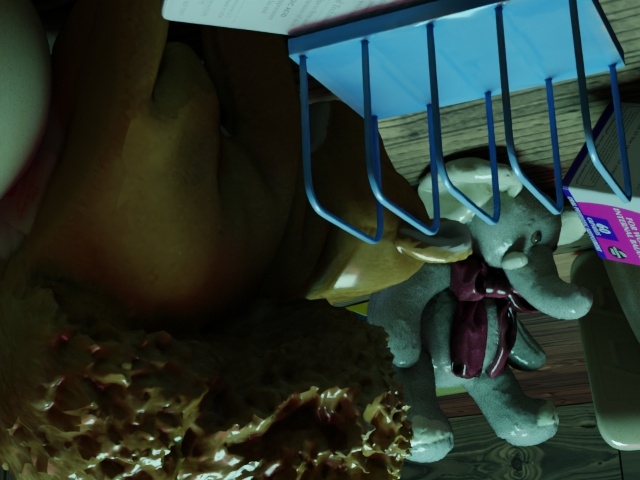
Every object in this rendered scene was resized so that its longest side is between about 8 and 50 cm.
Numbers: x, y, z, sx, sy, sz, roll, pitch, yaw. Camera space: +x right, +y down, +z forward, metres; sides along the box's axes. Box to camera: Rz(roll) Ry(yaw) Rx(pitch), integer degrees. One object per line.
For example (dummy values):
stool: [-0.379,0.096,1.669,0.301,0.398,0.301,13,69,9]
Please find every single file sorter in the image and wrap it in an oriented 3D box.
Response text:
file sorter: [0.084,-0.067,0.622,0.170,0.105,0.118,-9,162,24]

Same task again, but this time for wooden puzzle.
wooden puzzle: [0.492,0.129,1.344,0.322,0.348,0.081,-6,125,10]

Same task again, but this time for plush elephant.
plush elephant: [0.190,0.050,1.194,0.271,0.330,0.255,11,135,-42]

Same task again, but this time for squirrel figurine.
squirrel figurine: [-0.064,0.024,0.800,0.281,0.397,0.370,-26,152,38]

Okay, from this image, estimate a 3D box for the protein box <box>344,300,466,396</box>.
protein box: [0.149,0.176,1.748,0.199,0.136,0.201,-17,158,40]

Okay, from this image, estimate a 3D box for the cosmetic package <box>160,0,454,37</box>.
cosmetic package: [0.026,-0.180,0.617,0.231,0.117,0.085,2,164,-19]

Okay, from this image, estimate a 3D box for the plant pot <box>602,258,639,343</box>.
plant pot: [0.433,0.071,1.211,0.215,0.231,0.215,0,146,0]

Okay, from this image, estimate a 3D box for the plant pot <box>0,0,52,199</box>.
plant pot: [-0.270,-0.096,0.617,0.284,0.284,0.191,-19,168,42]

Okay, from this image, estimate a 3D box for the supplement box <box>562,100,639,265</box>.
supplement box: [0.343,-0.040,0.943,0.220,0.114,0.111,11,149,46]
